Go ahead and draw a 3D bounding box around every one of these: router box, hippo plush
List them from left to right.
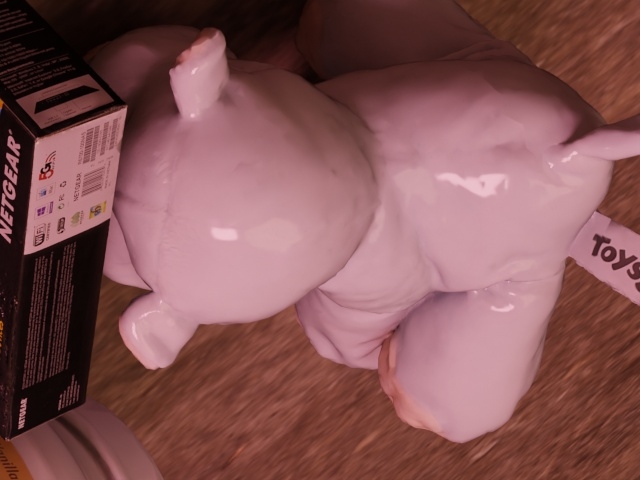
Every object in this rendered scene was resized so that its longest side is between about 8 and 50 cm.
[{"bbox_3d":[-0.142,-0.023,0.780,0.046,0.133,0.179,-25,146,-33],"label":"router box"},{"bbox_3d":[0.000,0.000,0.873,0.236,0.294,0.234,-11,116,-34],"label":"hippo plush"}]

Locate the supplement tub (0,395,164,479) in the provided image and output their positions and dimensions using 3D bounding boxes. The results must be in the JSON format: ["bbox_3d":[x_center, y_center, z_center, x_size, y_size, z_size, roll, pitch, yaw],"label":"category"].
[{"bbox_3d":[-0.232,0.172,0.827,0.316,0.228,0.228,-3,132,-50],"label":"supplement tub"}]
